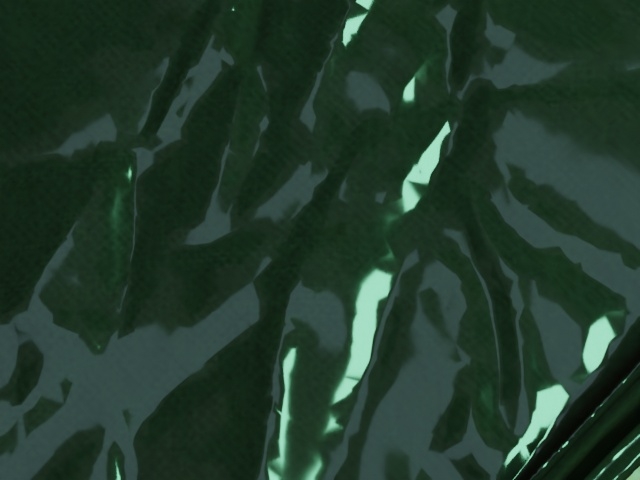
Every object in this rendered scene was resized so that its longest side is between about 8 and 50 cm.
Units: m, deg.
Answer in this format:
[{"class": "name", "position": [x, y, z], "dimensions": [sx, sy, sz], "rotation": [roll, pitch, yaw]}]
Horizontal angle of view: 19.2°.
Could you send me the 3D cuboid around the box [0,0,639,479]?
[{"class": "box", "position": [0.000, 0.000, 0.635], "dimensions": [0.251, 0.204, 0.345], "rotation": [42, 78, 15]}]
